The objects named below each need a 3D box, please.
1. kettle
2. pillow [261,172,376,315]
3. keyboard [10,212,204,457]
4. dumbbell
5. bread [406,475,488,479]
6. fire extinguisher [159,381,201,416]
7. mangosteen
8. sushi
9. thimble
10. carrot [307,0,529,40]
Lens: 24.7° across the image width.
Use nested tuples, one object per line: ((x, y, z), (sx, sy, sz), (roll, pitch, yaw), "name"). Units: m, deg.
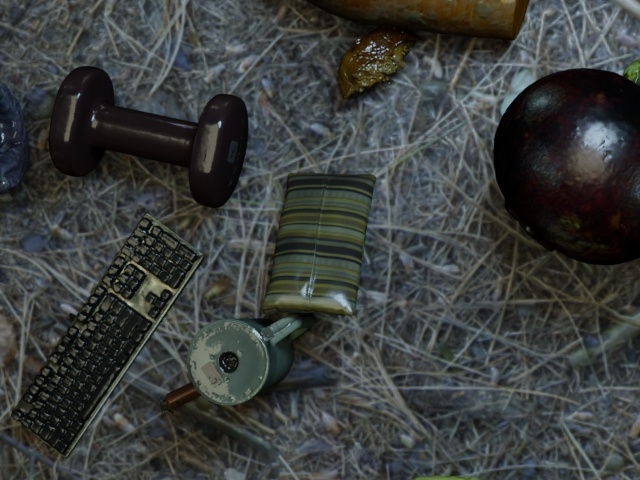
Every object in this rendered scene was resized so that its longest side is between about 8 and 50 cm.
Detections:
((-0.083, 0.127, 1.725), (0.098, 0.148, 0.127), (25, 96, 13), "kettle")
((0.000, 0.000, 1.722), (0.113, 0.038, 0.203), (2, 55, 10), "pillow")
((-0.272, 0.118, 1.826), (0.106, 0.027, 0.317), (35, 96, 10), "keyboard")
((-0.206, -0.126, 1.767), (0.225, 0.124, 0.140), (12, 92, 12), "dumbbell")
((0.163, 0.415, 1.586), (0.348, 0.308, 0.348), (0, 90, 18), "bread")
((-0.164, 0.191, 1.805), (0.083, 0.022, 0.028), (-27, 114, 10), "fire extinguisher")
((0.323, -0.113, 1.608), (0.231, 0.231, 0.289), (39, 89, 10), "mangosteen")
((0.067, -0.213, 1.743), (0.118, 0.061, 0.060), (-44, 69, 7), "sushi")
((-0.431, -0.125, 1.802), (0.097, 0.150, 0.150), (-6, 88, 13), "thimble")
((0.091, -0.309, 1.705), (0.301, 0.138, 0.139), (18, 93, 11), "carrot")
